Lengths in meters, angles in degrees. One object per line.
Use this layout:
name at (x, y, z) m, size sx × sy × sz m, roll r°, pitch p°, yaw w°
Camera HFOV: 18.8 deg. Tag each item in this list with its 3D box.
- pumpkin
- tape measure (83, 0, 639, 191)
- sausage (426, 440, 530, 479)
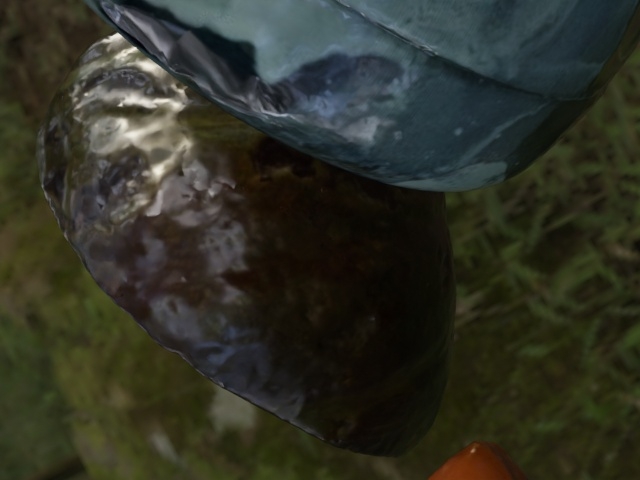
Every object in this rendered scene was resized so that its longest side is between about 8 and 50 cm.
pumpkin at (0.000, 0.000, 1.095) m, size 0.312 × 0.169 × 0.148 m, roll 34°, pitch -156°, yaw -25°
tape measure at (0.001, -0.147, 0.701) m, size 0.275 × 0.256 × 0.147 m, roll 39°, pitch 114°, yaw 5°
sausage at (0.031, 0.163, 0.743) m, size 0.089 × 0.179 × 0.089 m, roll 37°, pitch 180°, yaw 0°
